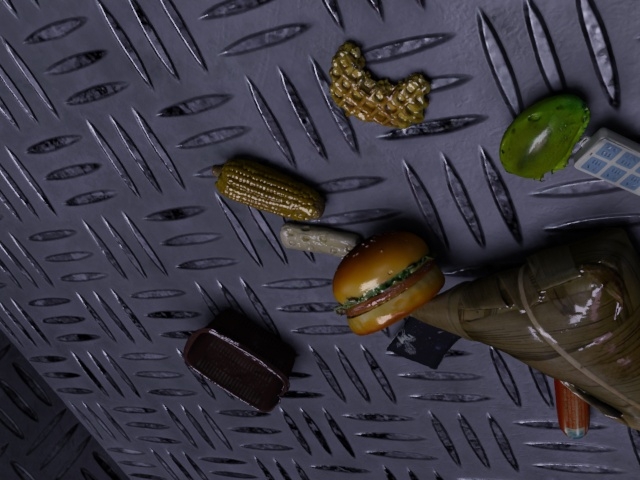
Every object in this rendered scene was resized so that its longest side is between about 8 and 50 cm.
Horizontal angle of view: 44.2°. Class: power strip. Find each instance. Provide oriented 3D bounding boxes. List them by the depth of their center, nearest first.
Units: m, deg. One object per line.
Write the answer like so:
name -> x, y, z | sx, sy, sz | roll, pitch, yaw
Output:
power strip -> 0.513, -0.123, 1.304 | 0.192, 0.035, 0.081 | 22, 140, -13

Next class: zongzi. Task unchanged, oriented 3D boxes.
zongzi -> 0.489, 0.239, 1.560 | 0.467, 0.218, 0.500 | -21, 114, 44

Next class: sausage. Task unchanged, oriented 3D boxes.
sausage -> 0.554, 0.354, 1.734 | 0.083, 0.083, 0.264 | 6, 134, 26

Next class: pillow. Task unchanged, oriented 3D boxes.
pillow -> 0.244, 0.222, 1.810 | 0.141, 0.055, 0.208 | 26, 138, -1

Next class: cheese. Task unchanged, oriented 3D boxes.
cheese -> 0.000, 0.000, 1.759 | 0.194, 0.043, 0.065 | 11, 135, 23

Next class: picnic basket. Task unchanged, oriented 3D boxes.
picnic basket -> -0.205, 0.307, 2.109 | 0.297, 0.129, 0.222 | 33, 137, -1

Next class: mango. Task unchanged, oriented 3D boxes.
mango -> 0.376, -0.178, 1.326 | 0.119, 0.100, 0.178 | 4, 141, -31

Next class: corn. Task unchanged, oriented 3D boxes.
corn -> -0.114, -0.107, 1.690 | 0.262, 0.097, 0.097 | 22, 137, 10

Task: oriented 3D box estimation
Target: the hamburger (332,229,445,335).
hamburger -> 0.125, 0.076, 1.620 | 0.246, 0.246, 0.170 | -28, 93, 44

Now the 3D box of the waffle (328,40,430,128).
waffle -> 0.103, -0.275, 1.431 | 0.194, 0.051, 0.149 | 19, 138, 16
